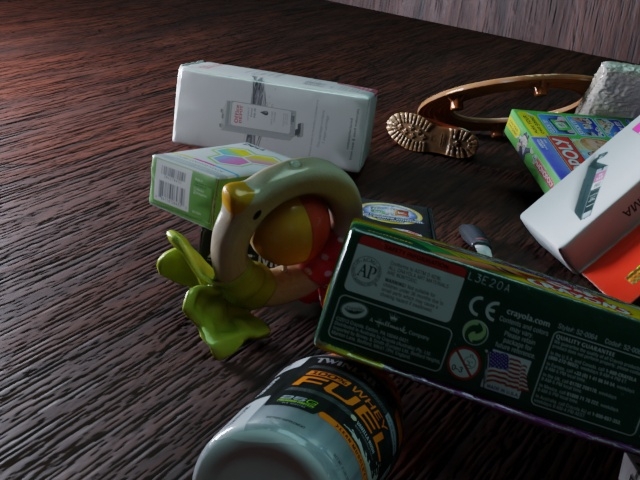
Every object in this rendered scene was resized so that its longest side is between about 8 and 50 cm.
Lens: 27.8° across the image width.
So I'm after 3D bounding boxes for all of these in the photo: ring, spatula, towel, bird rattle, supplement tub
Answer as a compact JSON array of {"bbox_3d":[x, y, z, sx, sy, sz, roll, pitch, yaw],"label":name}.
[{"bbox_3d":[0.332,-0.221,2.180,0.337,0.032,0.336,-3,-8,0],"label":"ring"},{"bbox_3d":[0.202,0.022,1.597,0.084,0.030,0.296,9,18,-3],"label":"spatula"},{"bbox_3d":[0.501,-0.190,2.089,0.187,0.282,0.049,8,63,-3],"label":"towel"},{"bbox_3d":[-0.024,0.013,1.277,0.254,0.207,0.143,-9,42,-22],"label":"bird rattle"},{"bbox_3d":[-0.008,0.156,0.955,0.117,0.117,0.190,14,19,15],"label":"supplement tub"}]

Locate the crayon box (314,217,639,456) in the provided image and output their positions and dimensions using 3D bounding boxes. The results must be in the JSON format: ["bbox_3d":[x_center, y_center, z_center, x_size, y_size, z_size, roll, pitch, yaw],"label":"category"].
[{"bbox_3d":[0.184,0.081,1.103,0.363,0.106,0.313,18,4,1],"label":"crayon box"}]

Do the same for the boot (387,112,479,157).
[{"bbox_3d":[0.191,-0.175,2.163,0.158,0.059,0.084,18,13,12],"label":"boot"}]

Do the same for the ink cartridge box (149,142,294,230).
[{"bbox_3d":[-0.084,-0.068,1.497,0.109,0.062,0.209,22,22,38],"label":"ink cartridge box"}]

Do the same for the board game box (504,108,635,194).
[{"bbox_3d":[0.421,-0.087,1.878,0.214,0.046,0.317,3,35,-19],"label":"board game box"}]

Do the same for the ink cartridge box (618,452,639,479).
[{"bbox_3d":[0.284,0.209,1.071,0.048,0.028,0.083,6,19,-7],"label":"ink cartridge box"}]

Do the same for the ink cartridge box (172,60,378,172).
[{"bbox_3d":[-0.064,-0.190,1.950,0.283,0.117,0.207,10,11,4],"label":"ink cartridge box"}]

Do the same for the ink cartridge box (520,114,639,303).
[{"bbox_3d":[0.414,-0.060,1.625,0.060,0.275,0.239,50,2,-25],"label":"ink cartridge box"}]

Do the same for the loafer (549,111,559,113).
[{"bbox_3d":[0.448,-0.134,2.076,0.251,0.094,0.087,21,-24,-6],"label":"loafer"}]

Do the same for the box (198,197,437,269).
[{"bbox_3d":[0.000,0.000,1.522,0.270,0.060,0.216,8,19,0],"label":"box"}]
